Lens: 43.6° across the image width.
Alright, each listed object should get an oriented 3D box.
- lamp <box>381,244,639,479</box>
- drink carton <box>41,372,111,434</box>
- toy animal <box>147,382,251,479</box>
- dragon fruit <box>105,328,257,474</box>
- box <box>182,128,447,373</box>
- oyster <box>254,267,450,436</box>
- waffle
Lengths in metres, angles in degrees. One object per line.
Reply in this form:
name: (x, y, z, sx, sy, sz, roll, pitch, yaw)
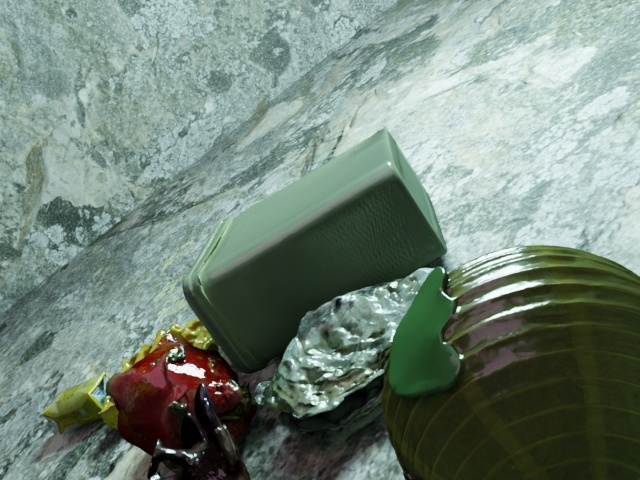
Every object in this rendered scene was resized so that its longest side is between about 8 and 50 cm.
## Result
lamp: (0.176, 0.138, 0.609, 0.250, 0.250, 0.284, -33, 29, 14)
drink carton: (-0.471, 0.320, 1.536, 0.200, 0.074, 0.084, -25, 24, 30)
toy animal: (-0.116, 0.280, 0.944, 0.179, 0.218, 0.116, 19, 19, 19)
dragon fruit: (-0.188, 0.227, 1.153, 0.200, 0.198, 0.269, -2, -5, 1)
box: (0.000, 0.000, 1.243, 0.344, 0.177, 0.352, -30, 13, 11)
oyster: (0.044, 0.133, 1.015, 0.268, 0.112, 0.198, -43, 21, -22)
waffle: (-0.275, 0.217, 1.448, 0.229, 0.057, 0.219, -32, 21, 15)
